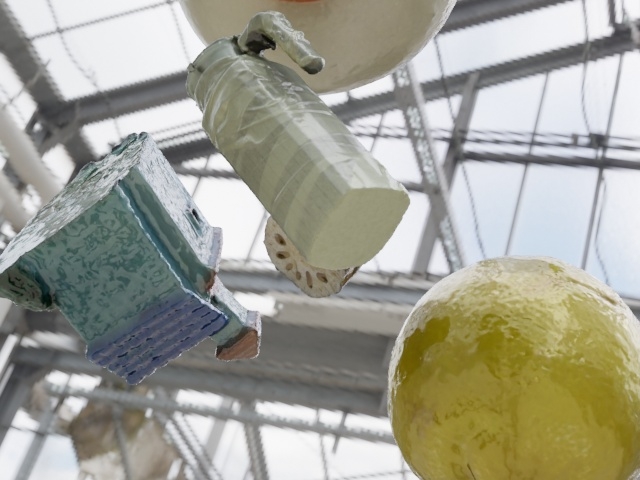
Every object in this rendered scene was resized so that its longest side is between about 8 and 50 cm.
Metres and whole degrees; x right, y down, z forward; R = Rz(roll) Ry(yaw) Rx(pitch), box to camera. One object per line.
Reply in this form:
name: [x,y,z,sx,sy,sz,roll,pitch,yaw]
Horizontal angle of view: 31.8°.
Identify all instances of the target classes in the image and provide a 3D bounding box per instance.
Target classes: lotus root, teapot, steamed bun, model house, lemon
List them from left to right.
model house: [-0.236,0.056,1.556,0.252,0.295,0.329,-39,-74,10]
teapot: [-0.019,-0.082,0.802,0.077,0.200,0.107,-1,-51,-42]
steamed bun: [-0.006,-0.276,1.011,0.283,0.282,0.177,12,-7,11]
lotus root: [0.001,-0.002,1.297,0.122,0.081,0.112,44,-31,12]
lemon: [0.241,0.177,1.347,0.348,0.347,0.348,13,-33,9]
